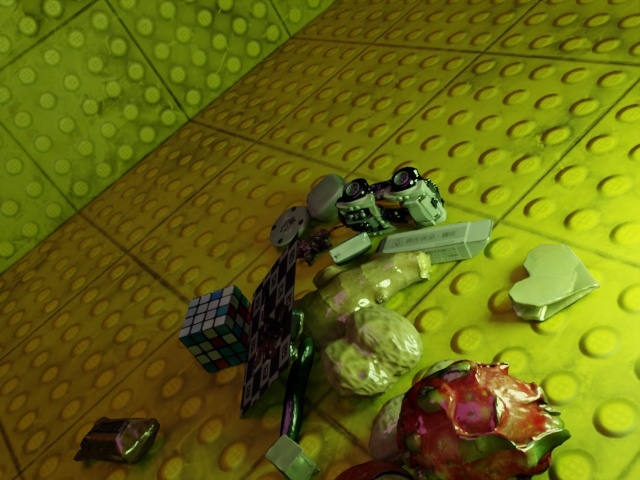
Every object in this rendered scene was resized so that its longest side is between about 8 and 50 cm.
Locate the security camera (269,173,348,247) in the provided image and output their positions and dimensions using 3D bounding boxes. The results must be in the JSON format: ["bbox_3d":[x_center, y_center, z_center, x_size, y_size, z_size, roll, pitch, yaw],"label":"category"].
[{"bbox_3d":[-0.029,-0.079,2.301,0.301,0.080,0.157,-41,34,7],"label":"security camera"}]

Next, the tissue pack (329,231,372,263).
[{"bbox_3d":[0.081,0.025,2.013,0.112,0.051,0.156,-29,-6,0],"label":"tissue pack"}]

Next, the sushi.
[{"bbox_3d":[-0.098,0.212,1.808,0.343,0.064,0.359,127,152,-50],"label":"sushi"}]

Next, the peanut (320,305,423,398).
[{"bbox_3d":[0.110,0.255,1.678,0.196,0.110,0.233,38,77,28],"label":"peanut"}]

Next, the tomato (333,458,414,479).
[{"bbox_3d":[0.086,0.499,1.370,0.214,0.181,0.155,-31,14,-11],"label":"tomato"}]

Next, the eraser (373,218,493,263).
[{"bbox_3d":[0.278,0.015,1.918,0.351,0.061,0.089,-10,38,30],"label":"eraser"}]

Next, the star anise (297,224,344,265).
[{"bbox_3d":[0.000,0.000,2.175,0.190,0.070,0.097,-27,30,5],"label":"star anise"}]

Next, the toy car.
[{"bbox_3d":[0.185,-0.086,2.026,0.301,0.193,0.118,-12,52,30],"label":"toy car"}]

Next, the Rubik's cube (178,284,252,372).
[{"bbox_3d":[-0.266,0.238,2.010,0.154,0.151,0.155,-21,35,21],"label":"Rubik's cube"}]

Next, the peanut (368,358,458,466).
[{"bbox_3d":[0.203,0.343,1.510,0.274,0.111,0.125,-38,17,-14],"label":"peanut"}]

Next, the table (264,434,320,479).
[{"bbox_3d":[-0.058,0.471,1.580,0.062,0.083,0.079,-46,35,-18],"label":"table"}]

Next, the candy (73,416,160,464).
[{"bbox_3d":[-0.538,0.516,1.928,0.271,0.101,0.143,-9,33,42],"label":"candy"}]

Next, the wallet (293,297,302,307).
[{"bbox_3d":[-0.102,0.211,1.995,0.152,0.039,0.118,-16,40,8],"label":"wallet"}]

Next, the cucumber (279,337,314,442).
[{"bbox_3d":[-0.057,0.357,1.721,0.056,0.056,0.285,-8,56,34],"label":"cucumber"}]

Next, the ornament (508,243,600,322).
[{"bbox_3d":[0.517,0.088,1.621,0.180,0.059,0.201,3,45,39],"label":"ornament"}]

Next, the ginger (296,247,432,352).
[{"bbox_3d":[0.095,0.137,1.885,0.375,0.166,0.236,-26,14,-20],"label":"ginger"}]

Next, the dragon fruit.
[{"bbox_3d":[0.284,0.337,1.336,0.302,0.237,0.231,-10,47,-7],"label":"dragon fruit"}]
